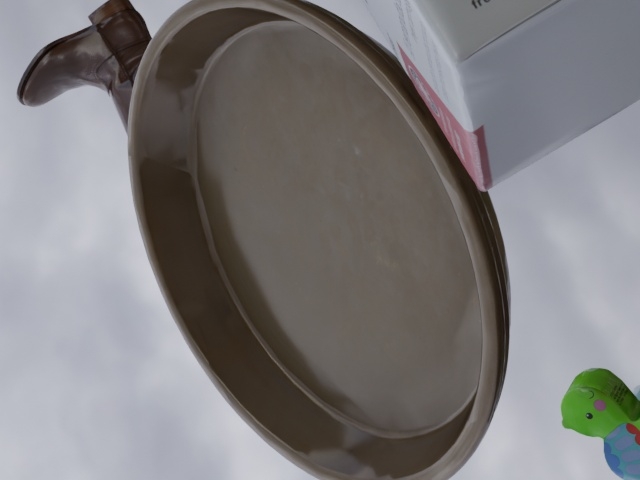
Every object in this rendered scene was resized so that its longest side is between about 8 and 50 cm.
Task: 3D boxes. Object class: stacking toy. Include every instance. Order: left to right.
[{"bbox_3d":[0.163,0.112,0.810,0.221,0.052,0.167,62,-151,-14],"label":"stacking toy"}]

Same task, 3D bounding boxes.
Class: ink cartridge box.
[{"bbox_3d":[0.026,-0.116,0.544,0.175,0.072,0.127,59,180,15],"label":"ink cartridge box"}]

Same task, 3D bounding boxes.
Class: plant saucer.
[{"bbox_3d":[0.000,0.000,1.019,0.041,0.278,0.278,-25,-104,-35],"label":"plant saucer"}]

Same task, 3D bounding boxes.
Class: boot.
[{"bbox_3d":[-0.136,-0.087,1.282,0.114,0.106,0.037,57,-161,24],"label":"boot"}]
